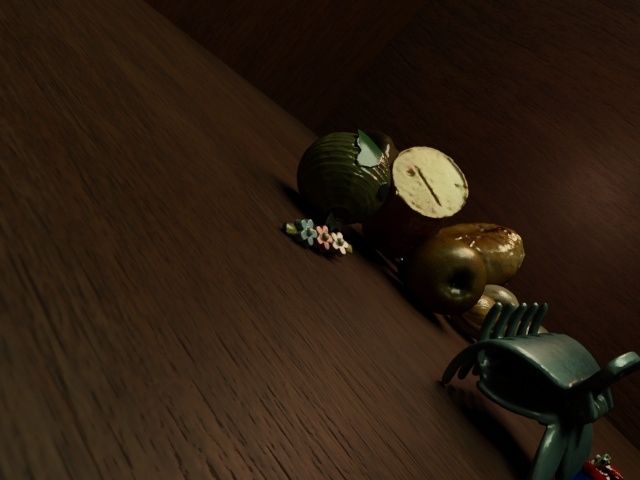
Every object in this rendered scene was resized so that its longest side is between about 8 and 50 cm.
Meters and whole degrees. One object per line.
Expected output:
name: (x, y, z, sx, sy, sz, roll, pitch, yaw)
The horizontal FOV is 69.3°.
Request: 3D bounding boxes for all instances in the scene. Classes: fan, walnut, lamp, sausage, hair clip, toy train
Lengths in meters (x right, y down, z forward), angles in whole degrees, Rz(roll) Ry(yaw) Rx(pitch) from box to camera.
fan: (0.187, 0.047, 1.467, 0.060, 0.003, 0.080, 45, 12, 14)
walnut: (0.490, 0.234, 1.465, 0.180, 0.144, 0.144, 25, 19, -28)
lamp: (0.056, -0.141, 1.191, 0.250, 0.250, 0.285, 36, 48, -30)
sausage: (0.263, -0.101, 1.356, 0.233, 0.233, 0.287, 44, -26, 7)
hair clip: (0.006, -0.002, 0.947, 0.213, 0.056, 0.063, 26, 54, -55)
toy train: (0.450, 0.423, 0.762, 0.083, 0.131, 0.204, 46, 0, 40)
hair clip: (0.421, 0.254, 0.860, 0.318, 0.393, 0.238, 6, 25, -43)

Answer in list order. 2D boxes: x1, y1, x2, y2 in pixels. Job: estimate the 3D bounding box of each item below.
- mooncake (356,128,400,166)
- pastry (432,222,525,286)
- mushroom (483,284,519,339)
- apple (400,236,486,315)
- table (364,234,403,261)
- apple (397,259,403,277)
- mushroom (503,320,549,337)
mooncake: (0.215, -0.330, 2.105, 0.187, 0.324, 0.324, 40, 12, -35)
pastry: (0.618, 0.075, 1.886, 0.410, 0.408, 0.245, -101, -176, -70)
mushroom: (0.612, 0.273, 1.673, 0.207, 0.207, 0.215, 39, 43, -16)
apple: (0.340, 0.099, 1.305, 0.236, 0.237, 0.207, 39, 0, -18)
table: (0.254, -0.021, 1.582, 0.198, 0.167, 0.166, 34, 13, -6)
apple: (0.282, 0.087, 1.429, 0.075, 0.089, 0.089, 61, 18, 20)
mushroom: (0.643, 0.363, 1.490, 0.204, 0.204, 0.204, 40, 12, -11)
